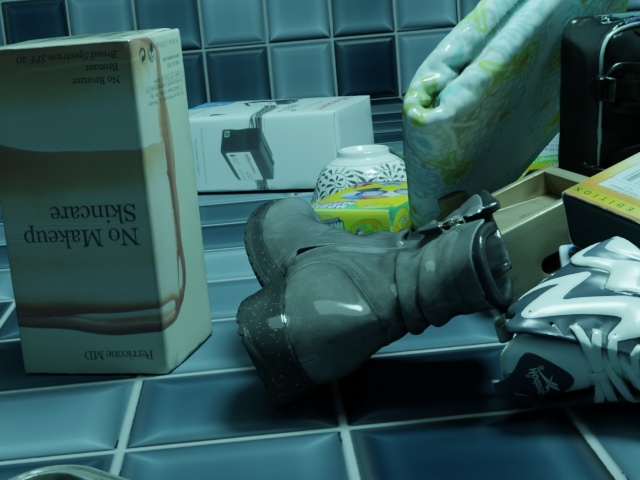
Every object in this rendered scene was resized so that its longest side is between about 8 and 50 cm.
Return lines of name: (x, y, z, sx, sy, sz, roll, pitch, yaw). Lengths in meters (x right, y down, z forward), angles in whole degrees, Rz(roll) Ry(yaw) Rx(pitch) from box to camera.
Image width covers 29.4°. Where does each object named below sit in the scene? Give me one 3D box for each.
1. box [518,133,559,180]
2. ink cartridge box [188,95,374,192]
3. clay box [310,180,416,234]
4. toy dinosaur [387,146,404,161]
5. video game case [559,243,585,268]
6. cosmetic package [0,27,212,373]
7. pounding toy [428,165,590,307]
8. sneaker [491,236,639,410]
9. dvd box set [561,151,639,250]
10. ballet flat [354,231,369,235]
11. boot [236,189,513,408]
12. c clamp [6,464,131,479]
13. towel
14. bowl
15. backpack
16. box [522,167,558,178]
box: (0.303, -0.121, 1.723, 0.203, 0.114, 0.103, 4, 14, 35)
ink cartridge box: (-0.084, -0.161, 2.025, 0.307, 0.129, 0.223, -1, 12, 18)
clay box: (0.064, -0.033, 1.558, 0.127, 0.053, 0.222, 1, 13, 26)
toy dinosaur: (0.224, -0.176, 1.900, 0.313, 0.121, 0.160, 5, -21, -42)
video game case: (0.301, 0.051, 1.024, 0.183, 0.023, 0.201, -5, 28, 9)
cosmetic package: (-0.199, -0.037, 1.111, 0.153, 0.296, 0.129, -3, 13, 14)
pounding toy: (0.183, 0.005, 1.251, 0.181, 0.094, 0.206, -27, 15, -8)
sneaker: (0.207, 0.092, 0.872, 0.153, 0.094, 0.235, -26, 37, -7)
dvd box set: (0.466, -0.060, 1.041, 0.420, 0.062, 0.307, -26, 28, -20)
ballet flat: (0.000, 0.000, 1.438, 0.173, 0.049, 0.057, 2, 15, 29)
boot: (0.054, 0.019, 1.057, 0.222, 0.118, 0.338, -24, 22, 7)
c clamp: (-0.166, 0.174, 0.770, 0.137, 0.022, 0.160, -16, 17, -42)
towel: (0.226, -0.195, 1.400, 0.090, 0.374, 0.320, 37, -13, 22)
bowl: (0.065, -0.095, 1.782, 0.170, 0.080, 0.170, -5, 13, 1)
backpack: (0.375, -0.134, 1.281, 0.253, 0.225, 0.191, -5, 16, -9)
box: (0.330, -0.046, 1.496, 0.183, 0.059, 0.232, 0, 14, 19)
